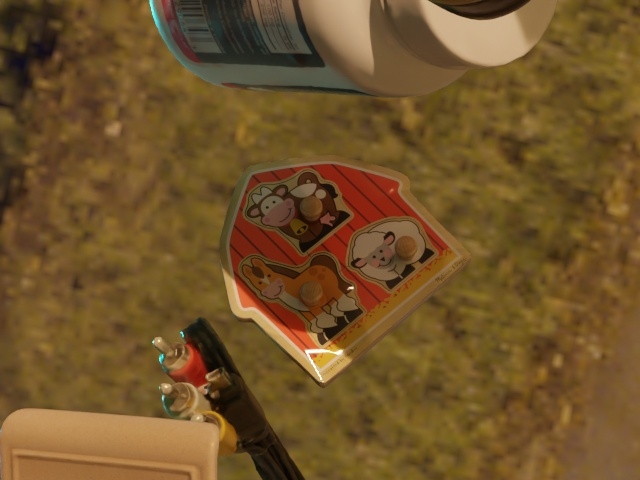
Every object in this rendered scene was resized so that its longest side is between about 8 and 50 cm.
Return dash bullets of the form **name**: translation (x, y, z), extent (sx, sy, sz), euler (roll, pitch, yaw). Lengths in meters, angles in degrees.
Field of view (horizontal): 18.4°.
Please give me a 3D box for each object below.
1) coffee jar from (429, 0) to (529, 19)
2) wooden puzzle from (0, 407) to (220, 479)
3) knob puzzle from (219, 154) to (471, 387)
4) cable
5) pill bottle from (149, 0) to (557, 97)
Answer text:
- **coffee jar**: translation (0.032, -0.133, 0.586), extent (0.079, 0.184, 0.096), euler (39, 94, 22)
- **wooden puzzle**: translation (-0.172, 0.264, 1.644), extent (0.221, 0.044, 0.239), euler (1, 90, 31)
- **knob puzzle**: translation (0.000, 0.000, 1.649), extent (0.030, 0.213, 0.213), euler (84, -173, -62)
- **cable**: translation (-0.080, 0.176, 1.816), extent (0.139, 0.072, 0.287), euler (64, 180, 38)
- **pill bottle**: translation (0.023, -0.194, 1.462), extent (0.318, 0.176, 0.176), euler (9, 87, 54)
